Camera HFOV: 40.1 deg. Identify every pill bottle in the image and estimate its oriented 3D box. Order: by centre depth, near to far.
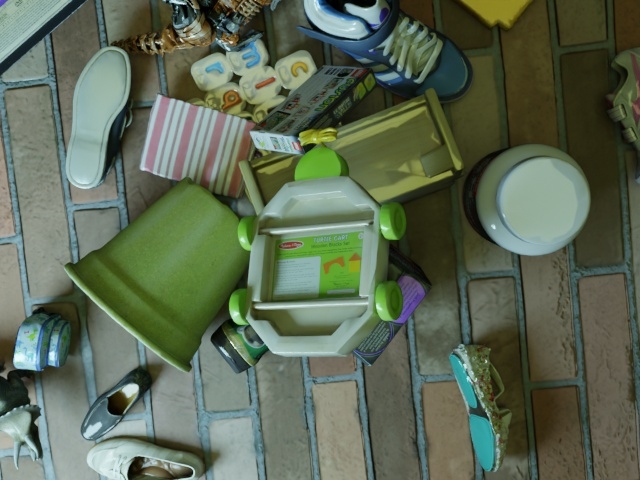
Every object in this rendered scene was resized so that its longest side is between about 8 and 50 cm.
[{"bbox_3d":[0.332,-0.067,1.419,0.177,0.318,0.176,0,94,3],"label":"pill bottle"}]

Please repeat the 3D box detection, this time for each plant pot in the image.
[{"bbox_3d":[-0.246,0.040,1.498,0.276,0.276,0.254,41,83,-1],"label":"plant pot"}]

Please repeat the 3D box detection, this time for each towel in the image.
[{"bbox_3d":[-0.215,-0.167,1.563,0.197,0.029,0.144,17,100,3],"label":"towel"}]

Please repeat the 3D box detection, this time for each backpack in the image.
[{"bbox_3d":[-0.497,0.182,1.574,0.084,0.114,0.104,9,94,2],"label":"backpack"}]

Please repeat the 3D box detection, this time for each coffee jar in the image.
[{"bbox_3d":[-0.103,0.153,1.574,0.184,0.079,0.096,-36,95,4],"label":"coffee jar"}]

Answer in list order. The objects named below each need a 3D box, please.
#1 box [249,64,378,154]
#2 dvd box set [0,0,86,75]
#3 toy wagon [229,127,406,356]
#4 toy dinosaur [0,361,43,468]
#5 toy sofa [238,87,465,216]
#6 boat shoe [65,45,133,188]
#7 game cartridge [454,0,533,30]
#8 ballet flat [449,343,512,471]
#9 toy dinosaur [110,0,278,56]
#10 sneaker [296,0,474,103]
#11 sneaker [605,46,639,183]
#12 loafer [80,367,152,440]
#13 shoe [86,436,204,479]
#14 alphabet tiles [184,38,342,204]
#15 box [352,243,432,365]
[{"bbox_3d":[-0.010,-0.220,1.457,0.207,0.114,0.036,-46,131,-30],"label":"box"},{"bbox_3d":[-0.631,-0.523,1.548,0.308,0.062,0.420,-40,93,5],"label":"dvd box set"},{"bbox_3d":[0.000,0.000,1.315,0.267,0.068,0.344,-4,72,29],"label":"toy wagon"},{"bbox_3d":[-0.605,0.269,1.563,0.314,0.160,0.121,27,95,-1],"label":"toy dinosaur"},{"bbox_3d":[0.055,-0.116,1.507,0.363,0.177,0.150,-21,84,3],"label":"toy sofa"},{"bbox_3d":[-0.385,-0.216,1.555,0.095,0.079,0.254,10,97,0],"label":"boat shoe"},{"bbox_3d":[0.308,-0.566,1.518,0.285,0.052,0.323,39,97,-1],"label":"game cartridge"},{"bbox_3d":[0.301,0.294,1.573,0.077,0.091,0.240,-19,98,-19],"label":"ballet flat"},{"bbox_3d":[-0.217,-0.408,1.505,0.322,0.164,0.218,-32,108,-8],"label":"toy dinosaur"},{"bbox_3d":[0.115,-0.333,1.446,0.323,0.236,0.130,31,95,0],"label":"sneaker"},{"bbox_3d":[0.547,-0.218,1.516,0.111,0.103,0.252,0,88,6],"label":"sneaker"},{"bbox_3d":[-0.382,0.305,1.606,0.062,0.061,0.170,41,96,-2],"label":"loafer"},{"bbox_3d":[-0.325,0.409,1.614,0.219,0.058,0.076,5,95,2],"label":"shoe"},{"bbox_3d":[-0.115,-0.211,1.574,0.278,0.021,0.284,-24,93,6],"label":"alphabet tiles"},{"bbox_3d":[0.074,0.080,1.465,0.143,0.270,0.165,37,95,0],"label":"box"}]
